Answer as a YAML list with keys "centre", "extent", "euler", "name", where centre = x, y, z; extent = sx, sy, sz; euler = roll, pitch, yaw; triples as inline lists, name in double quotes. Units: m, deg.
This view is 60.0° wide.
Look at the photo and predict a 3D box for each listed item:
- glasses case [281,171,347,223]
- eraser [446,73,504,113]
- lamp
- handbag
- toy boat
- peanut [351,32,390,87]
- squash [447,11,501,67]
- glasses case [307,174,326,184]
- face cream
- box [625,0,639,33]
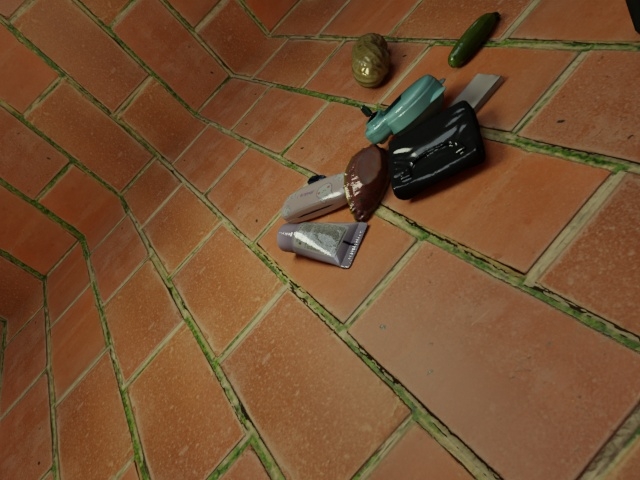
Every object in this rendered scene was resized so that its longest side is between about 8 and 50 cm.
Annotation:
- centre: [-0.008, -0.136, 1.791]
  extent: [0.297, 0.075, 0.113]
  euler: [-19, 43, 36]
  name: "glasses case"
- centre: [0.456, -0.431, 1.638]
  extent: [0.150, 0.023, 0.104]
  euler: [-49, 33, -4]
  name: "eraser"
- centre: [0.259, -0.394, 1.693]
  extent: [0.284, 0.147, 0.209]
  euler: [-20, 19, 20]
  name: "lamp"
- centre: [0.317, -0.244, 1.538]
  extent: [0.275, 0.088, 0.244]
  euler: [-24, 40, 26]
  name: "handbag"
- centre: [0.143, -0.198, 1.678]
  extent: [0.141, 0.099, 0.318]
  euler: [13, 55, 6]
  name: "toy boat"
- centre: [0.194, -0.698, 2.119]
  extent: [0.153, 0.140, 0.325]
  euler: [-8, 42, 20]
  name: "peanut"
- centre: [0.498, -0.662, 1.799]
  extent: [0.252, 0.066, 0.066]
  euler: [-51, 33, -7]
  name: "squash"
- centre: [-0.015, -0.213, 1.930]
  extent: [0.083, 0.023, 0.033]
  euler: [4, 59, 49]
  name: "glasses case"
- centre: [0.000, 0.000, 1.639]
  extent: [0.274, 0.096, 0.154]
  euler: [7, 58, 37]
  name: "face cream"
- centre: [0.798, -0.524, 1.149]
  extent: [0.204, 0.251, 0.345]
  euler: [-31, 37, 22]
  name: "box"
